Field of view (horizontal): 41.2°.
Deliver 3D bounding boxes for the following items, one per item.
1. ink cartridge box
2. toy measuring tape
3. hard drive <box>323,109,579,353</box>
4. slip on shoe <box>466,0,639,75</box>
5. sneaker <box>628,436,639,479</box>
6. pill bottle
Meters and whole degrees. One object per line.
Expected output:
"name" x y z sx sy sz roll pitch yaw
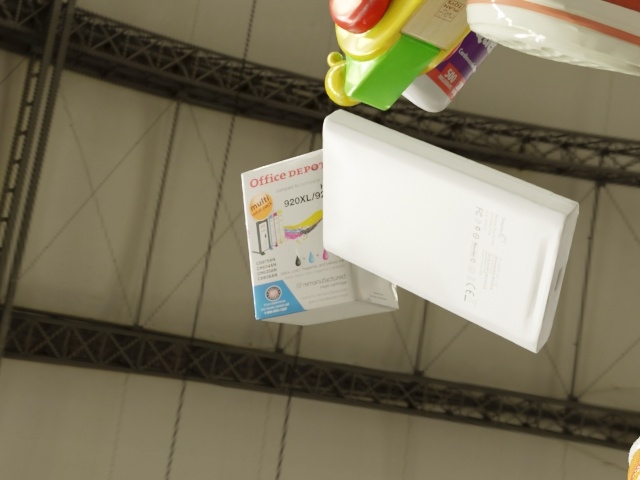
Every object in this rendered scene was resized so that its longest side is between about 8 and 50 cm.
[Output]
"ink cartridge box" 0.000 0.000 1.305 0.168 0.171 0.232 18 -118 -61
"toy measuring tape" 0.102 -0.235 0.687 0.121 0.330 0.121 25 -139 -24
"hard drive" 0.135 -0.013 0.995 0.040 0.308 0.203 -38 -38 -37
"slip on shoe" 0.171 -0.165 0.443 0.331 0.123 0.101 -38 -39 -44
"sneaker" 0.277 0.133 0.568 0.064 0.175 0.067 29 -147 -3
"pill bottle" 0.212 -0.370 1.309 0.181 0.181 0.323 35 -81 -29
